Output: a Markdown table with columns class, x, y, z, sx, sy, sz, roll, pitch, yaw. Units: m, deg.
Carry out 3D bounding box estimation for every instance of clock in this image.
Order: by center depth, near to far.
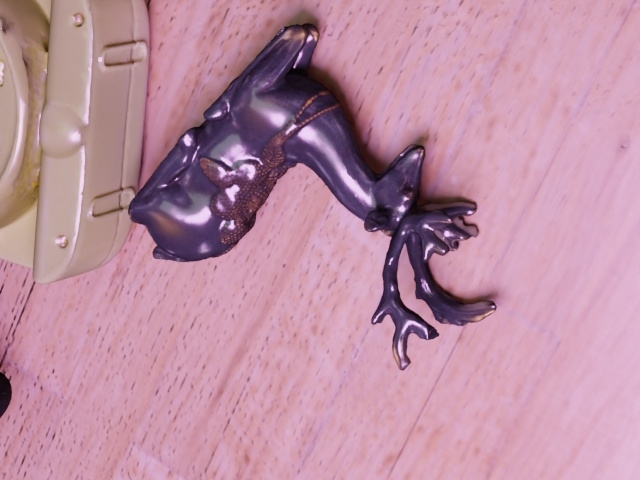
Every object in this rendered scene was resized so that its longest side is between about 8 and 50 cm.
| class | x | y | z | sx | sy | sz | roll | pitch | yaw |
| --- | --- | --- | --- | --- | --- | --- | --- | --- | --- |
| clock | -0.276 | -0.105 | 1.385 | 0.308 | 0.096 | 0.235 | 11 | 106 | 24 |

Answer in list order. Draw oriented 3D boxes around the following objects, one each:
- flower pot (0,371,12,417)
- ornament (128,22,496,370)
| class | x | y | z | sx | sy | sz | roll | pitch | yaw |
| --- | --- | --- | --- | --- | --- | --- | --- | --- | --- |
| flower pot | -0.358 | 0.082 | 1.369 | 0.235 | 0.235 | 0.148 | -7 | 108 | 26 |
| ornament | 0.000 | 0.000 | 1.284 | 0.236 | 0.080 | 0.202 | 45 | 111 | 10 |
